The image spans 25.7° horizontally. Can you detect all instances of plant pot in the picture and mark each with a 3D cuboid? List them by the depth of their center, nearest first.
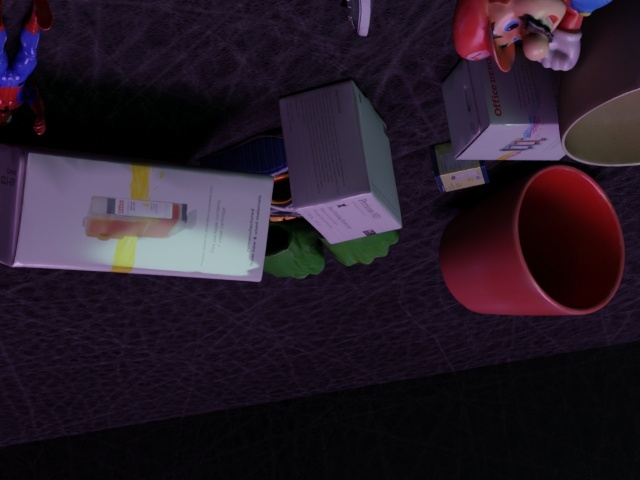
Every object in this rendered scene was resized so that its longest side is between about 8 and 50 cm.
[{"bbox_3d":[0.441,-0.241,1.866,0.284,0.191,0.284,-9,161,-3],"label":"plant pot"},{"bbox_3d":[0.361,0.017,2.511,0.275,0.275,0.243,6,166,-37],"label":"plant pot"}]

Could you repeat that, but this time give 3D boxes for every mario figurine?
[{"bbox_3d":[0.311,-0.287,1.688,0.321,0.170,0.198,-24,117,19],"label":"mario figurine"}]

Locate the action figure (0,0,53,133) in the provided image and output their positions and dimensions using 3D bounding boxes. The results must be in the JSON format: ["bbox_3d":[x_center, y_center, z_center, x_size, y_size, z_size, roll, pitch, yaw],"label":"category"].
[{"bbox_3d":[-0.388,-0.183,1.759,0.091,0.139,0.280,-1,162,-17],"label":"action figure"}]

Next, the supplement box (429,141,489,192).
[{"bbox_3d":[0.228,-0.124,2.309,0.083,0.056,0.083,-12,161,8],"label":"supplement box"}]

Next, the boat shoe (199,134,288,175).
[{"bbox_3d":[-0.100,-0.121,2.177,0.183,0.066,0.066,-9,169,31],"label":"boat shoe"}]

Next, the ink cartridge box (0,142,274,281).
[{"bbox_3d":[-0.305,-0.043,2.004,0.385,0.160,0.279,5,-176,-34],"label":"ink cartridge box"}]

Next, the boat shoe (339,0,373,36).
[{"bbox_3d":[0.045,-0.301,1.748,0.040,0.049,0.142,10,160,4],"label":"boat shoe"}]

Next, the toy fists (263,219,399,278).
[{"bbox_3d":[0.000,0.000,2.515,0.279,0.096,0.142,-14,150,20],"label":"toy fists"}]

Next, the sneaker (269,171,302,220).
[{"bbox_3d":[-0.011,-0.079,2.299,0.215,0.084,0.083,-10,156,6],"label":"sneaker"}]

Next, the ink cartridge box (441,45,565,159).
[{"bbox_3d":[0.282,-0.196,2.020,0.176,0.128,0.127,0,160,-20],"label":"ink cartridge box"}]

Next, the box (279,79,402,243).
[{"bbox_3d":[0.031,-0.112,2.066,0.119,0.182,0.181,-13,160,14],"label":"box"}]
